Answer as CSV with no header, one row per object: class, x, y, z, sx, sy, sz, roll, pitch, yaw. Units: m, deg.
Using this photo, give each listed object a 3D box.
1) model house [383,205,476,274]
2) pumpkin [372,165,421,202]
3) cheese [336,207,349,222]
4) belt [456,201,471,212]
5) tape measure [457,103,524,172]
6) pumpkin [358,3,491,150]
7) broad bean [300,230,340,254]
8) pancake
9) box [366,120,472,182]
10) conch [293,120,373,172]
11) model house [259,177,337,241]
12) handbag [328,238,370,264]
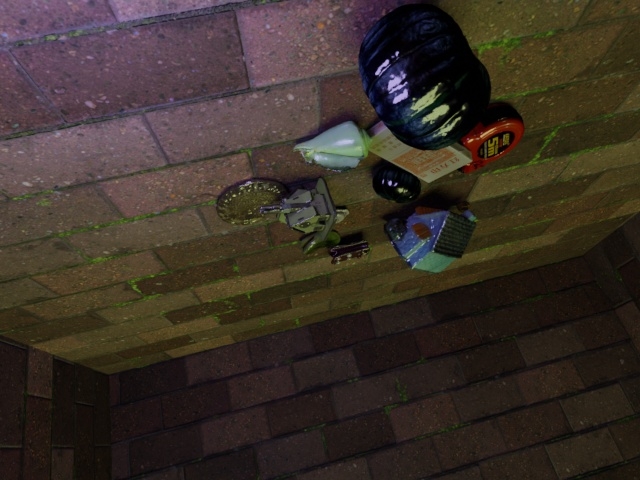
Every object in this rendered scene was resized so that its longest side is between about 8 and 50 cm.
model house,0.551,-0.054,2.060,0.360,0.298,0.339,14,134,-47
pumpkin,0.299,-0.217,1.689,0.194,0.194,0.150,-4,113,-24
cheese,0.036,-0.099,1.921,0.190,0.042,0.105,-20,153,10
belt,0.730,-0.171,2.182,0.083,0.036,0.059,7,140,-39
tape measure,0.620,-0.386,1.601,0.260,0.114,0.253,-24,152,9
pumpkin,0.258,-0.407,1.078,0.266,0.364,0.363,-30,151,29
broad bean,0.001,0.003,2.092,0.206,0.072,0.153,-18,161,-26
pancake,-0.262,-0.148,1.670,0.285,0.033,0.288,-11,154,-14
box,0.339,-0.323,1.510,0.365,0.051,0.204,19,151,-33
conch,0.054,-0.296,1.425,0.250,0.137,0.143,-26,153,21
model house,-0.109,-0.102,1.640,0.278,0.205,0.218,-8,152,-19
handbag,0.150,0.063,2.231,0.216,0.074,0.203,-13,169,-3
